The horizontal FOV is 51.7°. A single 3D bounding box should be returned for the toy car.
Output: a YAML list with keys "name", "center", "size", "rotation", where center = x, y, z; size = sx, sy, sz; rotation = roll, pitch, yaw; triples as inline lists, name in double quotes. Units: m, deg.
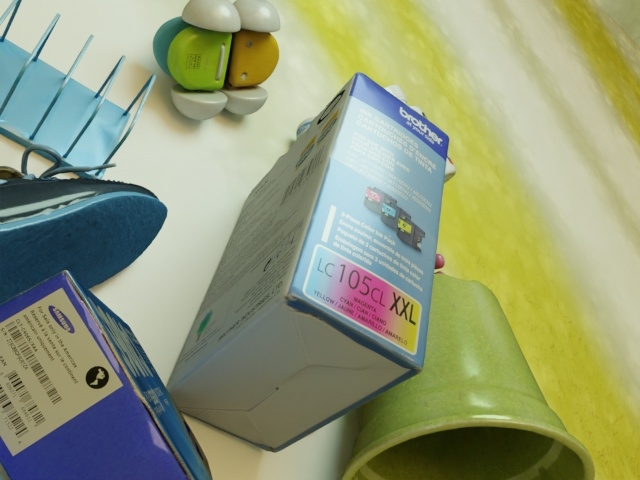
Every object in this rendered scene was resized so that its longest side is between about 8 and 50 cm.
- name: "toy car"
  center: [-0.149, -0.261, 0.909]
  size: [0.136, 0.159, 0.182]
  rotation: [32, 33, 29]

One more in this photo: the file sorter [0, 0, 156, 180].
- name: "file sorter"
  center: [-0.286, -0.169, 0.731]
  size: [0.170, 0.104, 0.118]
  rotation: [31, 47, -25]

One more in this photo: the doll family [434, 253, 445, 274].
- name: "doll family"
  center: [0.098, -0.018, 0.996]
  size: [0.163, 0.118, 0.263]
  rotation: [-11, 95, -54]

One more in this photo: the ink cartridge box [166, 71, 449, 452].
- name: "ink cartridge box"
  center: [0.000, 0.000, 0.752]
  size: [0.151, 0.270, 0.395]
  rotation: [31, 46, -18]

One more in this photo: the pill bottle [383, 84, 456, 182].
- name: "pill bottle"
  center: [0.143, -0.167, 1.126]
  size: [0.108, 0.108, 0.180]
  rotation: [-17, 76, -47]

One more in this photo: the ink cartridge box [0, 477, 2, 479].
- name: "ink cartridge box"
  center: [-0.304, 0.129, 0.363]
  size: [0.129, 0.307, 0.223]
  rotation: [-24, 82, -46]

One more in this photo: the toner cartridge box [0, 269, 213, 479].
- name: "toner cartridge box"
  center: [-0.149, 0.133, 0.486]
  size: [0.075, 0.348, 0.165]
  rotation: [-30, 86, -16]

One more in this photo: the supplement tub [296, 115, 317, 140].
- name: "supplement tub"
  center: [-0.001, -0.126, 0.992]
  size: [0.071, 0.071, 0.107]
  rotation: [21, 50, -32]

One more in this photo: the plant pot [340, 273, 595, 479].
- name: "plant pot"
  center: [0.158, 0.189, 0.814]
  size: [0.276, 0.276, 0.254]
  rotation: [30, 36, -25]

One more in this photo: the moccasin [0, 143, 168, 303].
- name: "moccasin"
  center: [-0.272, -0.024, 0.594]
  size: [0.117, 0.138, 0.342]
  rotation: [35, 16, 15]
